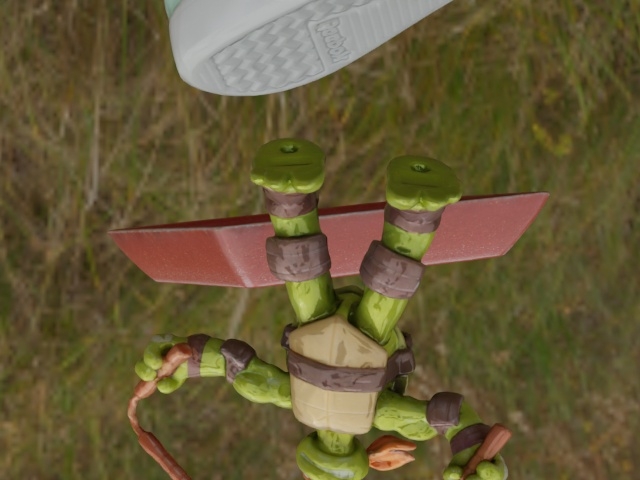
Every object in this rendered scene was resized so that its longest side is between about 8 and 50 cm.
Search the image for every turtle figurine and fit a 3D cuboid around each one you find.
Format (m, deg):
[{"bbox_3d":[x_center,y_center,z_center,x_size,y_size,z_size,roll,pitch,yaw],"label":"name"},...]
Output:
[{"bbox_3d":[0.025,0.060,0.834,0.269,0.087,0.217,15,118,20],"label":"turtle figurine"}]

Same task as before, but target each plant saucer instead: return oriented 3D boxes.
[{"bbox_3d":[0.000,0.000,1.151,0.258,0.048,0.259,-7,-178,-24],"label":"plant saucer"}]

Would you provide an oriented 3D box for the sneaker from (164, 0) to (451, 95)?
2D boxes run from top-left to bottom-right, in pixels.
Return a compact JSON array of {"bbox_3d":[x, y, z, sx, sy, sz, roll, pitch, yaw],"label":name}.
[{"bbox_3d":[0.044,-0.162,0.469,0.256,0.151,0.094,-23,162,25],"label":"sneaker"}]
